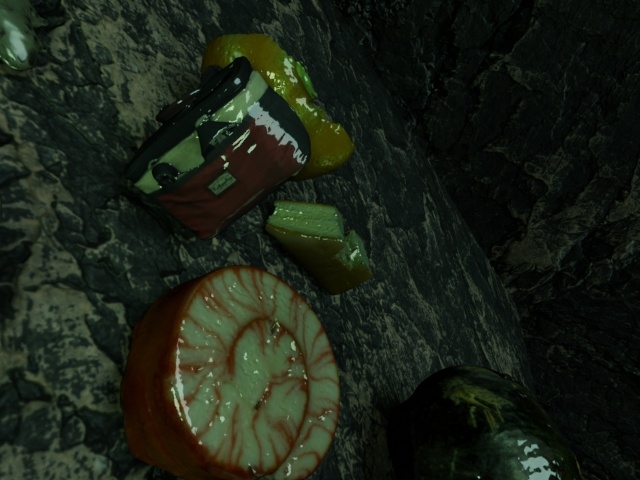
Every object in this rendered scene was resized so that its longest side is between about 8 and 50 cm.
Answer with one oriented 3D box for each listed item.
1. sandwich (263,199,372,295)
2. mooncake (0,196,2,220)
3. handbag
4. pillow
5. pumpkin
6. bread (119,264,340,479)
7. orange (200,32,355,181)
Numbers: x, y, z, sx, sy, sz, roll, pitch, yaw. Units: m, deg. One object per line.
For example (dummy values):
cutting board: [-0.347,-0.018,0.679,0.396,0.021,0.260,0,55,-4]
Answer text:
sandwich: [0.000,0.000,0.874,0.236,0.128,0.122,45,29,-33]
mooncake: [-0.387,-0.016,0.275,0.275,0.135,0.274,37,39,-36]
handbag: [-0.156,-0.133,0.600,0.181,0.254,0.181,45,21,-29]
pillow: [-0.425,-0.328,0.508,0.241,0.051,0.093,57,32,-11]
pumpkin: [0.337,0.482,0.818,0.454,0.344,0.454,-24,90,-81]
bread: [-0.108,0.188,0.582,0.328,0.114,0.295,38,41,-37]
orange: [-0.090,-0.237,0.777,0.196,0.263,0.334,-55,131,-19]
